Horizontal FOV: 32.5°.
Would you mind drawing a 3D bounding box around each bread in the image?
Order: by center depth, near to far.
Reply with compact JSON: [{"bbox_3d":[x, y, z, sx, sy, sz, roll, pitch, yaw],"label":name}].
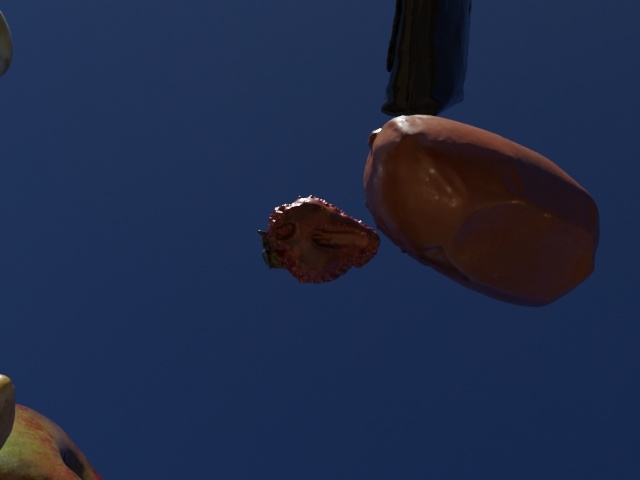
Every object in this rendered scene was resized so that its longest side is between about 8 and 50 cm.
[{"bbox_3d":[-0.346,0.184,1.083,0.056,0.115,0.082,11,-53,7],"label":"bread"}]

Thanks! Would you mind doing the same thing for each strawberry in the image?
[{"bbox_3d":[0.001,0.000,1.279,0.152,0.048,0.104,0,-88,-18],"label":"strawberry"}]

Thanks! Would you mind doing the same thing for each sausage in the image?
[{"bbox_3d":[0.096,-0.013,0.610,0.089,0.179,0.089,-25,-124,42],"label":"sausage"}]

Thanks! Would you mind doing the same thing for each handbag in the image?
[{"bbox_3d":[0.146,-0.266,1.354,0.080,0.247,0.223,11,-75,14],"label":"handbag"}]

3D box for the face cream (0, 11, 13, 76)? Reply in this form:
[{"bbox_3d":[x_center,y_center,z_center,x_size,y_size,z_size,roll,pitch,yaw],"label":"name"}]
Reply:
[{"bbox_3d":[-0.419,-0.140,0.998,0.311,0.092,0.092,-16,-80,30],"label":"face cream"}]

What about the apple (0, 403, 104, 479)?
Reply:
[{"bbox_3d":[-0.396,0.367,1.343,0.277,0.348,0.348,-37,-87,-9],"label":"apple"}]
